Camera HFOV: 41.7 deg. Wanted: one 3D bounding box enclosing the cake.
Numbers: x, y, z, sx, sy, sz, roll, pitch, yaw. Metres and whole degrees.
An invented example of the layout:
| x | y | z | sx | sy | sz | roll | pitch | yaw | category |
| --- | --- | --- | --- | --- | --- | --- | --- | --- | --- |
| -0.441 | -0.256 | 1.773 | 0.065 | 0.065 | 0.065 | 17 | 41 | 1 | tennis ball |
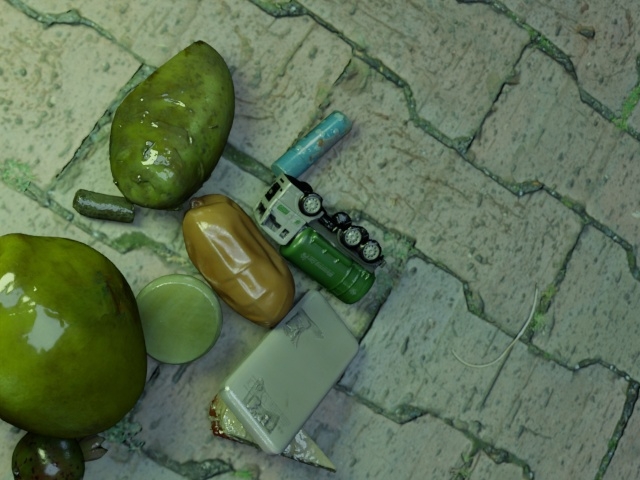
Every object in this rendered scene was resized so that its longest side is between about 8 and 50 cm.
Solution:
| x | y | z | sx | sy | sz | roll | pitch | yaw | category |
| --- | --- | --- | --- | --- | --- | --- | --- | --- | --- |
| -0.086 | 0.323 | 1.357 | 0.117 | 0.086 | 0.220 | -39 | 99 | -20 | cake |

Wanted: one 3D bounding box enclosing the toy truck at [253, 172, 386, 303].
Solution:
| x | y | z | sx | sy | sz | roll | pitch | yaw | category |
| --- | --- | --- | --- | --- | --- | --- | --- | --- | --- |
| 0.000 | 0.000 | 1.408 | 0.242 | 0.101 | 0.125 | 39 | 96 | -20 | toy truck |

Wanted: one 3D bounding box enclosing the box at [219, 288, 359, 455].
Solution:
| x | y | z | sx | sy | sz | roll | pitch | yaw | category |
| --- | --- | --- | --- | --- | --- | --- | --- | --- | --- |
| -0.041 | 0.204 | 1.352 | 0.142 | 0.044 | 0.285 | 52 | 43 | -7 | box |

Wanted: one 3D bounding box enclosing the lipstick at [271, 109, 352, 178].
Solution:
| x | y | z | sx | sy | sz | roll | pitch | yaw | category |
| --- | --- | --- | --- | --- | --- | --- | --- | --- | --- |
| -0.014 | -0.162 | 1.454 | 0.158 | 0.048 | 0.048 | -43 | 100 | -19 | lipstick |

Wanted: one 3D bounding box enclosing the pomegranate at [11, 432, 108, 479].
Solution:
| x | y | z | sx | sy | sz | roll | pitch | yaw | category |
| --- | --- | --- | --- | --- | --- | --- | --- | --- | --- |
| -0.383 | 0.324 | 1.240 | 0.142 | 0.114 | 0.114 | -10 | 88 | -44 | pomegranate |

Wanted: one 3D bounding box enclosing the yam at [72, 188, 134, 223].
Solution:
| x | y | z | sx | sy | sz | roll | pitch | yaw | category |
| --- | --- | --- | --- | --- | --- | --- | --- | --- | --- |
| -0.341 | -0.054 | 1.323 | 0.094 | 0.043 | 0.043 | 9 | 82 | -21 | yam |

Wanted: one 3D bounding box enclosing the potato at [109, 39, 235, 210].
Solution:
| x | y | z | sx | sy | sz | roll | pitch | yaw | category |
| --- | --- | --- | --- | --- | --- | --- | --- | --- | --- |
| -0.232 | -0.183 | 1.328 | 0.176 | 0.141 | 0.298 | 25 | 64 | -14 | potato |

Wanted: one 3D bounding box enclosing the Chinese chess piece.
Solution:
| x | y | z | sx | sy | sz | roll | pitch | yaw | category |
| --- | --- | --- | --- | --- | --- | --- | --- | --- | --- |
| -0.226 | 0.123 | 1.322 | 0.144 | 0.058 | 0.144 | -1 | 98 | -5 | Chinese chess piece |

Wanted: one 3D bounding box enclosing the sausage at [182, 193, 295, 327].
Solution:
| x | y | z | sx | sy | sz | roll | pitch | yaw | category |
| --- | --- | --- | --- | --- | --- | --- | --- | --- | --- |
| -0.134 | 0.031 | 1.349 | 0.120 | 0.136 | 0.241 | -39 | 94 | -12 | sausage |

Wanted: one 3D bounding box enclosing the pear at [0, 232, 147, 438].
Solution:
| x | y | z | sx | sy | sz | roll | pitch | yaw | category |
| --- | --- | --- | --- | --- | --- | --- | --- | --- | --- |
| -0.370 | 0.132 | 1.171 | 0.269 | 0.269 | 0.321 | -39 | 124 | -20 | pear |
